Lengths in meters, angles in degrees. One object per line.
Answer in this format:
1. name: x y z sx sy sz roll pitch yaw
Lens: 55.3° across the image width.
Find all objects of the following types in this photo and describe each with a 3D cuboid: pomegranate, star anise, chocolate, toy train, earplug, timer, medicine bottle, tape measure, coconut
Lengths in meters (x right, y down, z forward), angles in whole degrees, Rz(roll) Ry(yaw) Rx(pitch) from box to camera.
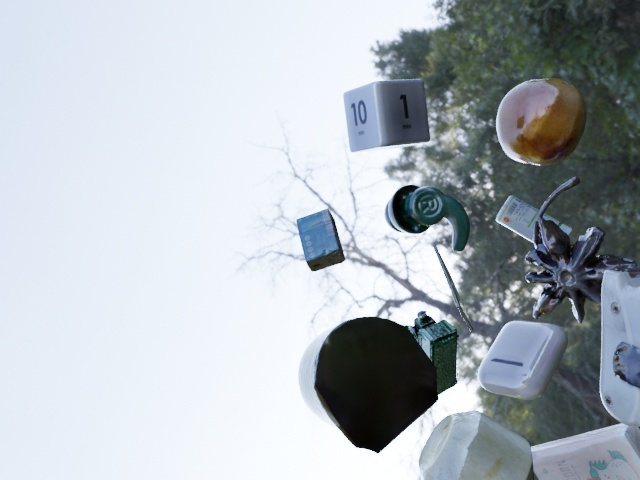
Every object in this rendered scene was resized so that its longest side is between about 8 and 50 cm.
1. pomegranate: 0.764 -0.418 2.098 0.319 0.319 0.319 -32 -35 -26
2. star anise: 0.644 0.056 1.528 0.139 0.316 0.359 -41 -15 -56
3. chocolate: 0.104 0.382 1.675 0.314 0.326 0.297 -35 -8 -24
4. toy train: 0.344 0.337 1.871 0.115 0.154 0.269 -22 -56 -22
5. earplug: 0.341 -0.080 2.021 0.258 0.280 0.163 31 -107 -24
6. timer: 0.203 -0.382 1.887 0.195 0.192 0.194 -12 -83 -29
7. medicine bottle: 0.576 -0.043 1.656 0.086 0.183 0.086 -48 -19 -23
8. tape measure: 0.558 0.185 0.975 0.130 0.265 0.257 -2 -83 -18
9. coconut: 0.304 0.441 1.148 0.202 0.222 0.202 -56 -2 -3

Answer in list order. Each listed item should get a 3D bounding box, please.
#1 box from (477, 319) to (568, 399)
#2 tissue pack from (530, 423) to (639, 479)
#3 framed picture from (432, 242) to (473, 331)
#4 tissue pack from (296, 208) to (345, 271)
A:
1. box: 0.808 0.470 2.443 0.349 0.289 0.141 -50 -61 -27
2. tissue pack: 0.710 0.588 1.587 0.071 0.170 0.325 -27 -10 -41
3. framed picture: 0.326 0.119 1.497 0.010 0.172 0.231 -23 -29 12
4. tissue pack: 0.000 0.000 1.928 0.120 0.169 0.082 -20 -32 8
